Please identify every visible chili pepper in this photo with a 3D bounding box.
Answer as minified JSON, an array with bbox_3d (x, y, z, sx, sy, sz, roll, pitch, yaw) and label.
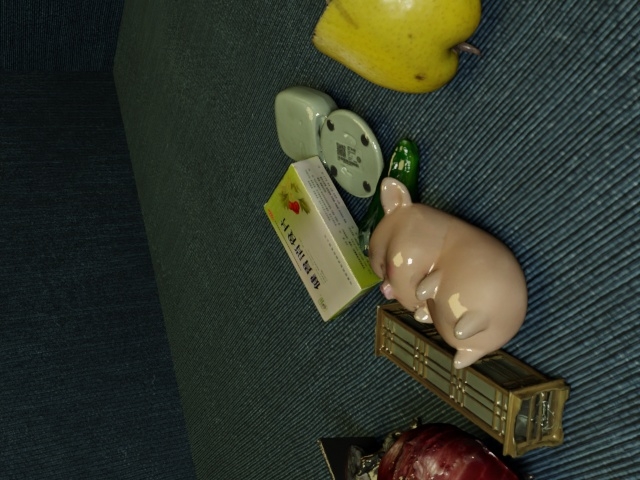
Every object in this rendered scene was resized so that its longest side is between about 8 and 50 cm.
[{"bbox_3d":[0.110,-0.069,1.132,0.108,0.062,0.216,56,140,44],"label":"chili pepper"}]

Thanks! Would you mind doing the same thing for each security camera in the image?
[{"bbox_3d":[0.026,-0.183,1.266,0.301,0.080,0.157,33,138,45],"label":"security camera"}]

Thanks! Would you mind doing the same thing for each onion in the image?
[{"bbox_3d":[0.162,0.361,0.909,0.252,0.219,0.252,46,159,23],"label":"onion"}]

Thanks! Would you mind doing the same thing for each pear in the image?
[{"bbox_3d":[0.121,-0.286,0.954,0.178,0.267,0.267,55,149,3],"label":"pear"}]

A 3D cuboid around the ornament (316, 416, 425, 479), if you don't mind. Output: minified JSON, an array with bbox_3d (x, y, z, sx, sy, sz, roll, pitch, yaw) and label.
[{"bbox_3d":[0.132,0.359,1.166,0.196,0.153,0.166,-44,54,29],"label":"ornament"}]

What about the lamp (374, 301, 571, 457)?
[{"bbox_3d":[0.193,0.176,0.982,0.325,0.090,0.089,-149,57,-60],"label":"lamp"}]

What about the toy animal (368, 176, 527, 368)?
[{"bbox_3d":[0.165,0.040,0.938,0.250,0.154,0.167,45,151,36],"label":"toy animal"}]

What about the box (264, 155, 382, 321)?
[{"bbox_3d":[0.001,0.000,1.297,0.261,0.062,0.175,61,150,12],"label":"box"}]
